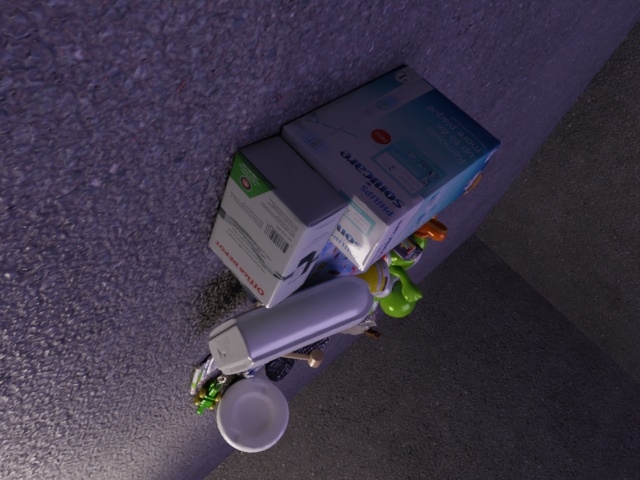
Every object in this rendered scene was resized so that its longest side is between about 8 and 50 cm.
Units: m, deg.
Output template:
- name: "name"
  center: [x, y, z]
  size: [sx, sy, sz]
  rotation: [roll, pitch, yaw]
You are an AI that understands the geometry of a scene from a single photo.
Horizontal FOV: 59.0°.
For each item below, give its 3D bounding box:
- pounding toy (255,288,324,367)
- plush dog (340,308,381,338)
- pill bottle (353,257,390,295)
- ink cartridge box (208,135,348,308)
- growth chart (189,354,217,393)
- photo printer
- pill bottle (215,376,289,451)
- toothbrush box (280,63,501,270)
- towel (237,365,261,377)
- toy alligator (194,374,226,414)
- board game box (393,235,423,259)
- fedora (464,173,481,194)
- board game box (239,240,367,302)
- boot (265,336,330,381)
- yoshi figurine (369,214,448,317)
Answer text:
- name: "pounding toy"
  center: [-0.055, 0.200, 1.344]
  size: [0.181, 0.206, 0.094]
  rotation: [-29, 158, -45]
- name: "plush dog"
  center: [0.134, 0.201, 1.929]
  size: [0.262, 0.210, 0.225]
  rotation: [114, -2, -57]
- name: "pill bottle"
  center: [0.070, 0.099, 1.476]
  size: [0.215, 0.117, 0.117]
  rotation: [-6, 142, -38]
- name: "ink cartridge box"
  center: [-0.070, -0.022, 0.831]
  size: [0.087, 0.153, 0.208]
  rotation: [-31, 161, -40]
- name: "growth chart"
  center: [-0.237, 0.285, 1.449]
  size: [0.237, 0.021, 0.172]
  rotation: [-36, 161, -32]
- name: "photo printer"
  center: [-0.053, 0.167, 1.158]
  size: [0.307, 0.107, 0.256]
  rotation: [-18, 171, -27]
- name: "pill bottle"
  center: [-0.218, 0.529, 1.730]
  size: [0.204, 0.204, 0.361]
  rotation: [-40, 175, -18]
- name: "toothbrush box"
  center: [0.102, -0.125, 0.891]
  size: [0.295, 0.216, 0.126]
  rotation: [-34, 161, -32]
- name: "towel"
  center: [-0.125, 0.303, 1.662]
  size: [0.285, 0.034, 0.209]
  rotation: [-38, 180, -21]
- name: "toy alligator"
  center: [-0.301, 0.413, 1.567]
  size: [0.189, 0.056, 0.051]
  rotation: [-56, -157, 31]
- name: "board game box"
  center: [0.180, -0.022, 1.445]
  size: [0.048, 0.170, 0.141]
  rotation: [-46, 164, 11]
- name: "fedora"
  center: [0.491, -0.209, 1.938]
  size: [0.194, 0.079, 0.194]
  rotation: [-41, 165, -13]
- name: "board game box"
  center: [0.032, -0.025, 1.115]
  size: [0.318, 0.066, 0.318]
  rotation: [-12, 146, -39]
- name: "boot"
  center: [-0.087, 0.319, 1.763]
  size: [0.246, 0.083, 0.161]
  rotation: [-39, -163, -1]
- name: "yoshi figurine"
  center: [0.246, 0.081, 1.643]
  size: [0.203, 0.203, 0.362]
  rotation: [-5, 131, -53]
